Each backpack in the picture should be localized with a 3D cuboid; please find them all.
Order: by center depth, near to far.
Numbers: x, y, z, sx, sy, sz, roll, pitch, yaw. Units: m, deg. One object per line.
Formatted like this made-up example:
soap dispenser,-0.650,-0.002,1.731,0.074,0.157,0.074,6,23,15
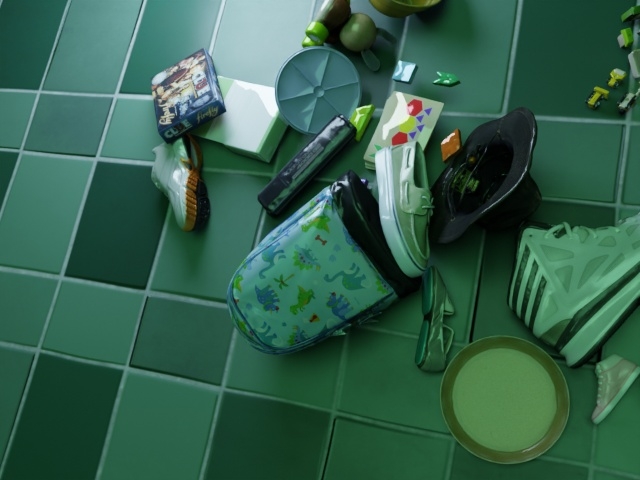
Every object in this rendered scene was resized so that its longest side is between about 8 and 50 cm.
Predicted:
backpack,-0.019,0.076,1.387,0.355,0.273,0.290,-30,95,21

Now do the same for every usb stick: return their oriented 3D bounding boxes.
usb stick,-0.032,-0.168,1.557,0.278,0.045,0.077,-46,57,5

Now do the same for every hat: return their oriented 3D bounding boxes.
hat,0.341,-0.096,1.342,0.134,0.331,0.331,33,84,-15

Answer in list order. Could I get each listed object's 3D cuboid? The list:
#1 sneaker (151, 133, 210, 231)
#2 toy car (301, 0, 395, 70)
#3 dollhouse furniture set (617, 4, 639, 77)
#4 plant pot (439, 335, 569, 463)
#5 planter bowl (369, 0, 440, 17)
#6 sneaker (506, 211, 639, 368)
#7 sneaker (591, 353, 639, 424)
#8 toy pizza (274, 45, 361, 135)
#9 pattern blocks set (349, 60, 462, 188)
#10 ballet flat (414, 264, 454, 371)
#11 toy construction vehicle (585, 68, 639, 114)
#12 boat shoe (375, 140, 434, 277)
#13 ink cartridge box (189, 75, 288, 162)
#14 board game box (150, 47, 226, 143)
sneaker,-0.342,-0.129,1.637,0.121,0.099,0.262,-20,61,19
toy car,0.077,-0.484,1.609,0.188,0.149,0.155,31,82,-4
dollhouse furniture set,0.666,-0.407,1.431,0.076,0.058,0.152,-15,88,5
plant pot,0.347,0.300,1.307,0.236,0.032,0.236,-5,71,15
planter bowl,0.173,-0.580,1.586,0.217,0.090,0.217,9,57,-14
sneaker,0.519,-0.009,1.273,0.257,0.169,0.447,42,91,22
sneaker,0.517,0.266,1.253,0.070,0.051,0.134,37,84,26
toy pizza,-0.006,-0.341,1.578,0.201,0.032,0.201,-1,98,-7
pattern blocks set,0.179,-0.227,1.501,0.285,0.026,0.325,34,95,35
ballet flat,0.234,0.157,1.378,0.068,0.072,0.213,11,76,-8
toy construction vehicle,0.607,-0.299,1.414,0.086,0.035,0.098,33,83,35
boat shoe,0.176,-0.074,1.367,0.094,0.109,0.302,-24,58,26
ink cartridge box,-0.185,-0.294,1.652,0.235,0.056,0.171,19,79,35
board game box,-0.326,-0.356,1.677,0.165,0.042,0.243,-27,46,7
